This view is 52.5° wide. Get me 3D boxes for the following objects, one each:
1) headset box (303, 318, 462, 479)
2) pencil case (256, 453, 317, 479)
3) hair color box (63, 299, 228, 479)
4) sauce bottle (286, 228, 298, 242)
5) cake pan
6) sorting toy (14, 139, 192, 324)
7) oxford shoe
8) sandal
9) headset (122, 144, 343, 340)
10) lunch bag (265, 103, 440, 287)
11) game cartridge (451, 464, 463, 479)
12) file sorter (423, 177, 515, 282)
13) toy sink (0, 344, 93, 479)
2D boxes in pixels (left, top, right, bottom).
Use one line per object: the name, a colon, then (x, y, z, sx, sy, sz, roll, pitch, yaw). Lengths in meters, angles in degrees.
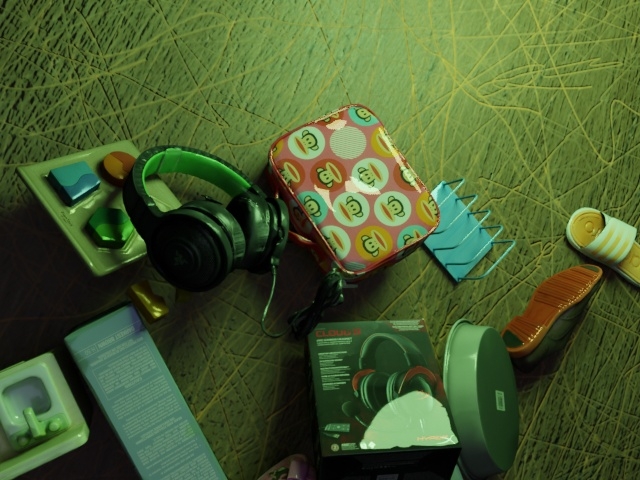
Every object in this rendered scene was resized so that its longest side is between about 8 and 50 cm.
headset box: (0.088, 0.254, 1.095, 0.218, 0.293, 0.110, -1, 131, -7)
pencil case: (0.022, 0.544, 1.079, 0.167, 0.160, 0.386, -39, 98, -14)
hair color box: (-0.262, 0.284, 1.029, 0.114, 0.185, 0.374, -28, 96, -17)
sauce bottle: (0.000, 0.000, 1.199, 0.128, 0.042, 0.042, 11, 84, -15)
cake pan: (0.298, 0.286, 1.174, 0.293, 0.054, 0.293, 26, 59, -55)
sorting toy: (-0.289, -0.028, 1.006, 0.307, 0.041, 0.229, 50, 38, 10)
oxford shoe: (0.478, 0.156, 1.323, 0.271, 0.097, 0.098, -40, 118, -10)
sandal: (0.644, 0.014, 1.376, 0.265, 0.076, 0.102, 30, 79, -13)
headset: (-0.128, -0.019, 0.988, 0.243, 0.185, 0.394, -14, 58, -51)
lunch bag: (0.038, -0.074, 1.145, 0.258, 0.120, 0.293, -28, 79, -17)
game cartridge: (0.196, 0.560, 1.144, 0.068, 0.230, 0.355, -26, 96, -47)
file sorter: (0.271, -0.019, 1.250, 0.118, 0.104, 0.170, -44, 100, -14)
toy sink: (-0.436, 0.246, 0.953, 0.153, 0.234, 0.131, -24, 95, -16)
